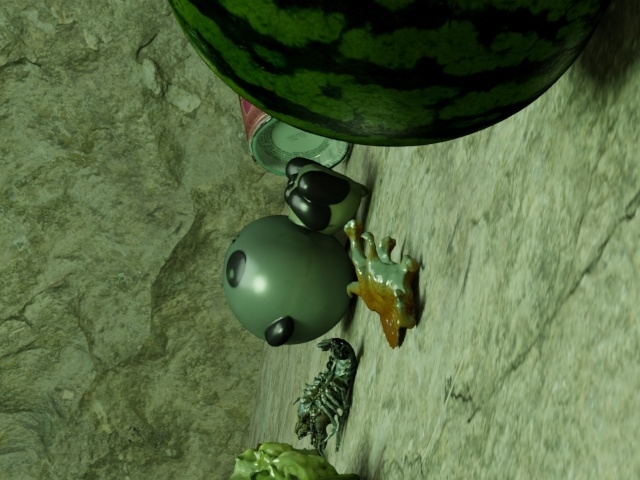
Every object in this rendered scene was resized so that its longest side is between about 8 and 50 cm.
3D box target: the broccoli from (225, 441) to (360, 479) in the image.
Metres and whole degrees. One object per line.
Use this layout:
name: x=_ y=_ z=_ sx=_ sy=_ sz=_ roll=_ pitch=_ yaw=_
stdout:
broccoli: x=-0.087 y=0.307 z=1.283 sx=0.288 sy=0.246 sz=0.248 roll=-45 pitch=21 yaw=27

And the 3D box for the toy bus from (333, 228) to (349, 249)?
toy bus: x=0.000 y=0.000 z=1.786 sx=0.174 sy=0.077 sz=0.079 roll=107 pitch=170 yaw=-53

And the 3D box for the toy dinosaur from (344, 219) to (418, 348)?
toy dinosaur: x=0.069 y=0.056 z=1.238 sx=0.212 sy=0.057 sz=0.142 roll=85 pitch=169 yaw=-61

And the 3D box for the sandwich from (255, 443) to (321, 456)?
sandwich: x=-0.053 y=0.353 z=1.719 sx=0.096 sy=0.094 sz=0.258 roll=-94 pitch=14 yaw=-46

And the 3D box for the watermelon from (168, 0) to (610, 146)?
watermelon: x=0.038 y=-0.196 z=0.683 sx=0.285 sy=0.285 sz=0.285 roll=-172 pitch=90 yaw=-84

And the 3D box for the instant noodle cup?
instant noodle cup: x=-0.040 y=-0.246 z=1.952 sx=0.244 sy=0.244 sz=0.255 roll=105 pitch=165 yaw=-50

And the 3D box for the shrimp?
shrimp: x=0.017 y=0.192 z=1.513 sx=0.082 sy=0.076 sz=0.174 roll=41 pitch=130 yaw=33

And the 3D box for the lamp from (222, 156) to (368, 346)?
lamp: x=-0.032 y=0.019 z=1.622 sx=0.198 sy=0.198 sz=0.243 roll=-111 pitch=39 yaw=-79
